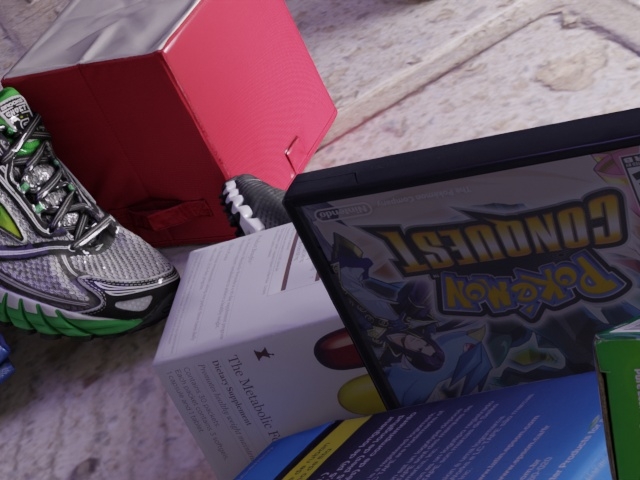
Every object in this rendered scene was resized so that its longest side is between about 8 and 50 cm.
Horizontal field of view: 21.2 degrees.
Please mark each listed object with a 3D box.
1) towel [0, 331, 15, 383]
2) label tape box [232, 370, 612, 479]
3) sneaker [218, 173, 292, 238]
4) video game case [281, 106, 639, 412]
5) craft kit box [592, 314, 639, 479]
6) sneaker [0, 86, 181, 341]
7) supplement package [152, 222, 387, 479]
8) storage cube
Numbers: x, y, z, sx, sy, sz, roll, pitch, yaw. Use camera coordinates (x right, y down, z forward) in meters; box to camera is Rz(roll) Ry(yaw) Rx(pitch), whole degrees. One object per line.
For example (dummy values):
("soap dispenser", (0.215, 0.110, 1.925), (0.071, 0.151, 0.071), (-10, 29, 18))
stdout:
("towel", (-0.386, 0.081, 1.446), (0.209, 0.034, 0.285), (-42, 48, 0))
("label tape box", (0.030, 0.196, 0.908), (0.348, 0.115, 0.249), (-21, 16, 50))
("sneaker", (0.000, 0.000, 1.327), (0.106, 0.078, 0.234), (-29, 33, -9))
("video game case", (0.148, 0.048, 0.952), (0.275, 0.248, 0.035), (-10, 32, 28))
("craft kit box", (0.194, 0.136, 0.692), (0.061, 0.246, 0.250), (-2, 8, 32))
("sneaker", (-0.256, -0.034, 1.404), (0.343, 0.146, 0.134), (31, 28, 18))
("supplement package", (0.036, 0.063, 1.130), (0.244, 0.139, 0.134), (-17, 30, 19))
("storage cube", (-0.128, -0.125, 1.503), (0.184, 0.193, 0.215), (-6, 35, 33))
